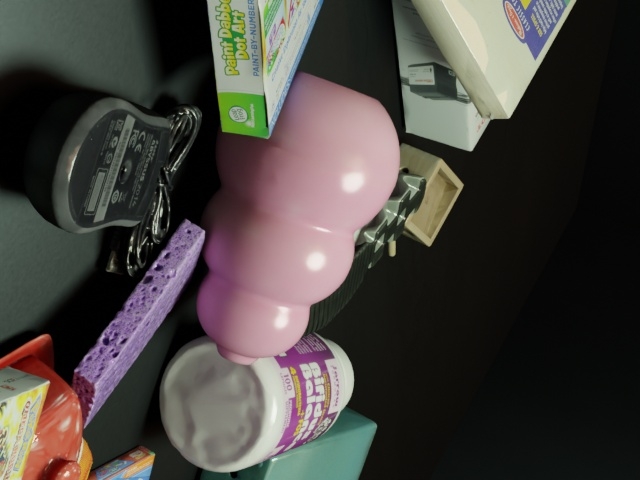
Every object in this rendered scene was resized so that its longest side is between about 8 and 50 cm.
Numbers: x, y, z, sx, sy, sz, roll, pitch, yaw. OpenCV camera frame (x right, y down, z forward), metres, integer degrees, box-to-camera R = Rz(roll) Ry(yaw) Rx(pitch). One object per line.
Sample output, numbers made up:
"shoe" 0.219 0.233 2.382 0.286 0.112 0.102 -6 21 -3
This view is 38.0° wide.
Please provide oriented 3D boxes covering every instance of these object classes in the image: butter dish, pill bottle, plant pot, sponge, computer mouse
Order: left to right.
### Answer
"butter dish" -0.270 0.193 0.844 0.160 0.118 0.159 -34 140 -53
"computer mouse" -0.199 -0.064 0.841 0.272 0.072 0.188 21 90 -80
"sponge" -0.191 0.085 0.963 0.210 0.031 0.117 -58 179 -35
"pill bottle" -0.067 0.200 1.242 0.301 0.169 0.169 3 108 -66
"plant pot" -0.061 0.332 1.405 0.234 0.166 0.165 2 109 -59

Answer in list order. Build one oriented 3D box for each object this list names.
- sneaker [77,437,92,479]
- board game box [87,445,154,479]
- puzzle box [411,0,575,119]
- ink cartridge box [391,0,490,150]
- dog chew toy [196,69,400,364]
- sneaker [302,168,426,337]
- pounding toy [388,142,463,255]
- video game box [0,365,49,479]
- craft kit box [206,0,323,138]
"sneaker" -0.275 0.279 0.945 0.067 0.064 0.175 78 27 -44
"board game box" -0.295 0.343 1.049 0.281 0.027 0.145 -16 126 -62
"puzzle box" 0.204 -0.396 1.232 0.409 0.052 0.272 51 60 -35
"ink cartridge box" 0.226 -0.328 1.469 0.223 0.129 0.307 -57 155 -25
"dog chew toy" -0.041 -0.019 1.047 0.207 0.207 0.331 1 110 -67
"sneaker" 0.000 0.000 1.248 0.330 0.146 0.122 -48 160 -37
"pounding toy" 0.130 -0.067 1.562 0.181 0.094 0.206 -61 148 -3
"video game box" -0.278 0.206 0.682 0.187 0.048 0.205 -20 126 -87
"craft kit box" -0.048 -0.272 0.896 0.246 0.061 0.249 93 10 -47
